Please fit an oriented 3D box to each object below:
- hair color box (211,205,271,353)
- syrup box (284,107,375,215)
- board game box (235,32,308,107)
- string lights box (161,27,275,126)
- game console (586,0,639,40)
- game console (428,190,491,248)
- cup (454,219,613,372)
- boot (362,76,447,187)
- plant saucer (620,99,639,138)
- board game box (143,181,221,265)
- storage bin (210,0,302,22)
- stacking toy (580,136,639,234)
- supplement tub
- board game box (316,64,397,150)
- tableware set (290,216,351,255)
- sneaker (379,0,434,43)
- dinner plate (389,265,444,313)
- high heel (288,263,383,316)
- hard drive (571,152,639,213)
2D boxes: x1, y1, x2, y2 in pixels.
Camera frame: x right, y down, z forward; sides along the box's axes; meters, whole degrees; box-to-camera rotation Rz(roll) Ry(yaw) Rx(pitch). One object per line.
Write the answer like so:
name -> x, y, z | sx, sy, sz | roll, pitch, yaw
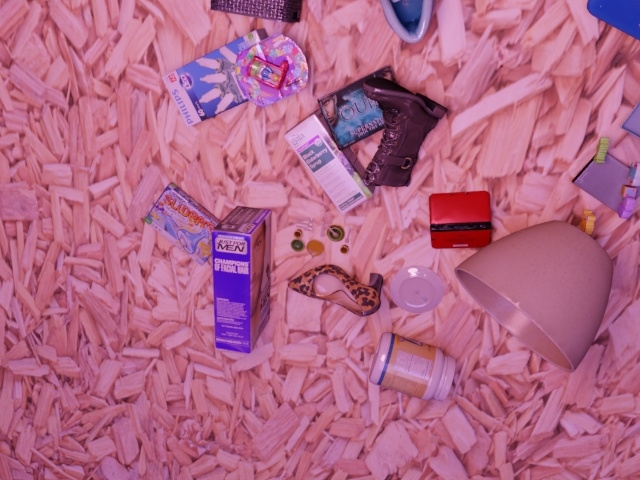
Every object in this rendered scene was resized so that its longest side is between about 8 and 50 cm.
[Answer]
hair color box -> -0.201, 0.100, 1.432 | 0.110, 0.185, 0.338 | 6, 114, 10
syrup box -> 0.026, -0.189, 1.312 | 0.093, 0.096, 0.236 | -33, 103, 21
board game box -> -0.114, -0.373, 1.216 | 0.169, 0.033, 0.133 | -18, 109, 18
string lights box -> -0.225, -0.381, 1.296 | 0.260, 0.076, 0.133 | -19, 109, 19
game console -> 0.718, -0.518, 1.056 | 0.293, 0.173, 0.250 | 28, 142, 0
game console -> 0.342, -0.048, 1.348 | 0.144, 0.085, 0.124 | -2, 143, 13
cup -> 0.506, 0.094, 1.237 | 0.331, 0.331, 0.237 | 44, 87, -8
boot -> 0.155, -0.221, 1.216 | 0.263, 0.091, 0.228 | 9, 118, -40
plant saucer -> 0.720, -0.308, 1.157 | 0.067, 0.018, 0.192 | 28, 116, 0
board game box -> -0.361, -0.043, 1.488 | 0.201, 0.035, 0.136 | 39, 115, -5
storage bin -> -0.136, -0.530, 1.191 | 0.180, 0.122, 0.084 | 13, 115, 7
stacking toy -> 0.681, -0.110, 1.203 | 0.167, 0.052, 0.221 | 6, 113, 9
supplement tub -> 0.242, 0.337, 1.457 | 0.200, 0.144, 0.144 | 17, 115, 4
board game box -> 0.098, -0.300, 1.239 | 0.186, 0.026, 0.126 | -29, 106, -11
tableware set -> 0.000, 0.000, 1.436 | 0.154, 0.024, 0.103 | 13, 114, 6
sneaker -> 0.154, -0.532, 1.017 | 0.135, 0.150, 0.366 | -19, 145, 12
dinner plate -> 0.252, 0.133, 1.441 | 0.141, 0.017, 0.141 | 4, 114, 10
high heel -> 0.026, 0.136, 1.396 | 0.262, 0.186, 0.093 | -2, 111, 13
hard drive -> 0.655, -0.132, 1.241 | 0.135, 0.022, 0.094 | 33, 115, -2
